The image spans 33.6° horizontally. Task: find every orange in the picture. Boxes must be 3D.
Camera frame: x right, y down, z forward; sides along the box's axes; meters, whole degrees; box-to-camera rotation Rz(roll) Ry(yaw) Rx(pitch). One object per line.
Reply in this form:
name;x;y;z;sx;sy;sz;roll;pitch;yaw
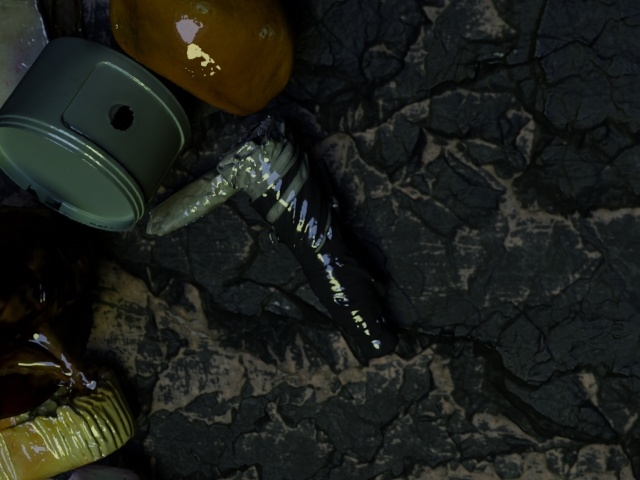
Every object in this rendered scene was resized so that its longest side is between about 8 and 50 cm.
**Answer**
orange;-0.140;-0.277;1.319;0.249;0.249;0.183;31;95;10

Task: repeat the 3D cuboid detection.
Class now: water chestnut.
water chestnut;-0.424;0.106;1.425;0.347;0.335;0.335;16;110;24

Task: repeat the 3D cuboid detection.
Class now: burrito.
burrito;-0.174;-0.059;1.483;0.188;0.058;0.045;-32;117;24
burrito;-0.431;-0.275;1.490;0.175;0.107;0.348;39;117;-11

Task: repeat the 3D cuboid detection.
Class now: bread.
bread;-0.409;0.280;1.597;0.250;0.179;0.133;-21;94;23

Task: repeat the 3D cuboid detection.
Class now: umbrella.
umbrella;-0.004;0.002;1.416;0.113;0.106;0.358;-29;104;16

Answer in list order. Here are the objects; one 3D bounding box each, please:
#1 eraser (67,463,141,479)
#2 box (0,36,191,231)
eraser;-0.380;0.542;1.586;0.122;0.272;0.359;17;130;-26
box;-0.303;-0.134;1.393;0.226;0.149;0.226;22;155;11
